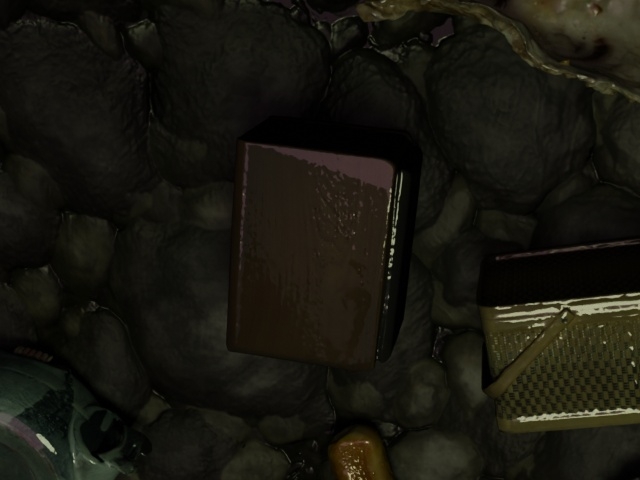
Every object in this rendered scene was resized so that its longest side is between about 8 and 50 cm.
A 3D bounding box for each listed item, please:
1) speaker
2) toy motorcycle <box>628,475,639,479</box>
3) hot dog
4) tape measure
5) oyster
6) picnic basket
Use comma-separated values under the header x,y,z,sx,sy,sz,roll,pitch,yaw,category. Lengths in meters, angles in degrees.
x,y,z,sx,sy,sz,roll,pitch,yaw,category
0.000,0.000,0.995,0.192,0.153,0.231,7,108,9,speaker
0.345,0.401,1.075,0.173,0.108,0.307,0,108,22,toy motorcycle
0.080,0.353,1.135,0.087,0.061,0.286,-12,103,12,hot dog
-0.382,0.272,1.169,0.275,0.147,0.256,33,113,-3,tape measure
0.247,-0.253,0.905,0.395,0.111,0.204,19,92,7,oyster
0.291,0.091,0.954,0.266,0.165,0.139,-7,107,15,picnic basket
